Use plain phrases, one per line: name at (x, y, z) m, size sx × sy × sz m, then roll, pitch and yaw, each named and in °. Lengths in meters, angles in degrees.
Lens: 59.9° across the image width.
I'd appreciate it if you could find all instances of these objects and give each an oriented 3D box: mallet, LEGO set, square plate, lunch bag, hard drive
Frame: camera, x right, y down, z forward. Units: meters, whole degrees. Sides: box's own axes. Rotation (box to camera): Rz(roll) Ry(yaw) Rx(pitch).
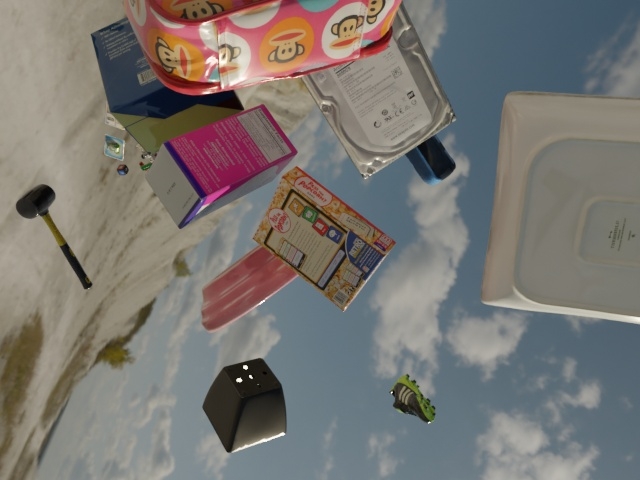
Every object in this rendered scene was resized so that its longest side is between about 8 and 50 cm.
mallet at (-0.428, 0.004, 0.903) m, size 0.039 × 0.190 × 0.062 m, roll -14°, pitch -160°, yaw 13°
LEGO set at (-0.451, -0.244, 1.407) m, size 0.244 × 0.182 × 0.060 m, roll 119°, pitch -13°, yaw -49°
square plate at (0.411, -0.022, 0.762) m, size 0.049 × 0.343 × 0.348 m, roll -57°, pitch 149°, yaw -55°
lunch bag at (-0.077, -0.301, 0.616) m, size 0.258 × 0.293 × 0.120 m, roll 61°, pitch -22°, yaw 25°
hard drive at (0.101, -0.317, 1.102) m, size 0.236 × 0.339 × 0.064 m, roll -32°, pitch -149°, yaw 5°

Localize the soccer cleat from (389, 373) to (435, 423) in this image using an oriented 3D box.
soccer cleat at (0.203, 0.365, 1.237) m, size 0.072 × 0.060 × 0.179 m, roll -48°, pitch -165°, yaw 3°

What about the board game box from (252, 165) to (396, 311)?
board game box at (0.000, 0.000, 0.866) m, size 0.045 × 0.193 × 0.147 m, roll -44°, pitch 170°, yaw -48°

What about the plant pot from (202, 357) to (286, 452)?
plant pot at (-0.202, 0.442, 1.548) m, size 0.188 × 0.187 × 0.167 m, roll 44°, pitch -50°, yaw 43°

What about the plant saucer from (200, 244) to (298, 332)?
plant saucer at (-0.114, 0.053, 1.123) m, size 0.332 × 0.084 × 0.332 m, roll -35°, pitch -175°, yaw 3°

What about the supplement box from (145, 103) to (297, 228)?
supplement box at (-0.163, -0.129, 0.938) m, size 0.220 × 0.114 × 0.111 m, roll -32°, pitch 176°, yaw -40°

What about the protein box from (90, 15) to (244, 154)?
protein box at (-0.277, -0.304, 1.005) m, size 0.136 × 0.199 × 0.201 m, roll 61°, pitch 5°, yaw -62°

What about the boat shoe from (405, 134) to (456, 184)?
boat shoe at (0.232, -0.257, 1.333) m, size 0.089 × 0.258 × 0.109 m, roll -28°, pitch -179°, yaw -15°
